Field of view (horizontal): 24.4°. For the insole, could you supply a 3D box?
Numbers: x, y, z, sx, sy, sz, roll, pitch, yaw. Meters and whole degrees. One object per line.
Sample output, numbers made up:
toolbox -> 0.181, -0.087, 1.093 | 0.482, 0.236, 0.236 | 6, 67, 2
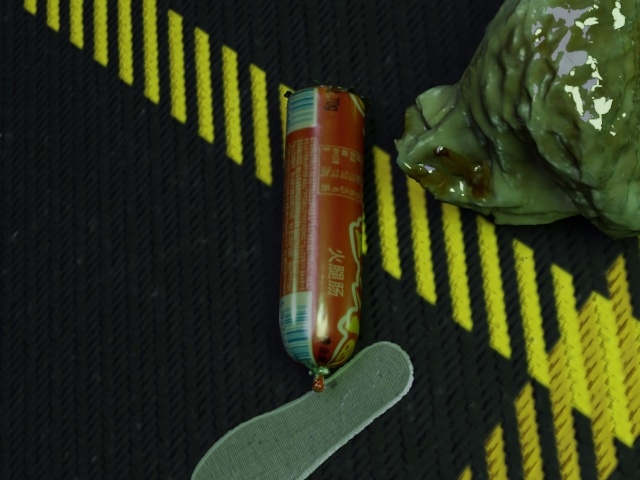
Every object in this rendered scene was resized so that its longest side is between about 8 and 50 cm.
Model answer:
insole -> -0.017, 0.164, 1.258 | 0.232, 0.003, 0.080 | -35, 60, 13

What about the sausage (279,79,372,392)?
sausage -> 0.000, 0.000, 1.268 | 0.083, 0.083, 0.264 | -7, 71, 26

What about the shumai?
shumai -> 0.169, -0.137, 1.137 | 0.222, 0.225, 0.261 | 11, 94, 30
